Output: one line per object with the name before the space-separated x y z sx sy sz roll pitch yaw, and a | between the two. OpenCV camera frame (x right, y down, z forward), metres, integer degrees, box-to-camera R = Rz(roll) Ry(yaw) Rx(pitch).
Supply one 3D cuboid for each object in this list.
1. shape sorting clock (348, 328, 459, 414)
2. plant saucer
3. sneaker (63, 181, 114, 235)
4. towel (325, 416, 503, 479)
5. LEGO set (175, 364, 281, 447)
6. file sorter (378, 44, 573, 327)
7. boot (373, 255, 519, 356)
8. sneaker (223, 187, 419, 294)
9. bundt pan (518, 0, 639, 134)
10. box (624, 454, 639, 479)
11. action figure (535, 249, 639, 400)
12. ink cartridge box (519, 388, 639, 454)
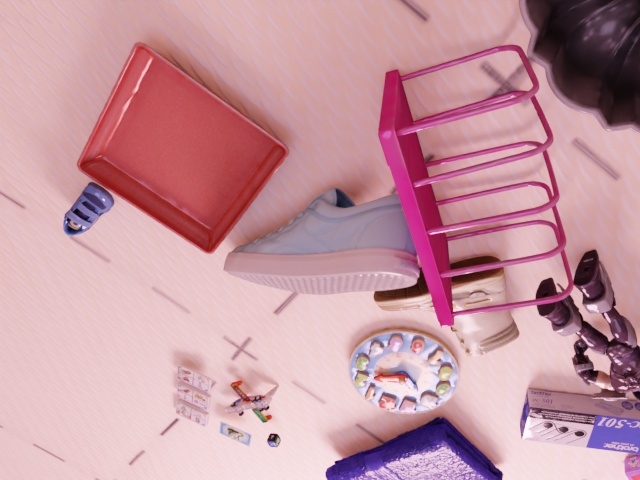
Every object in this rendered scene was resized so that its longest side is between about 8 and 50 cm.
shape sorting clock | 0.153 0.249 1.105 0.206 0.040 0.206 6 126 9
plant saucer | -0.212 -0.135 0.919 0.259 0.048 0.258 34 125 -12
sneaker | -0.390 -0.048 0.994 0.053 0.059 0.144 40 141 -14
towel | 0.193 0.483 1.247 0.308 0.076 0.227 -32 119 29
LEGO set | -0.188 0.351 1.267 0.244 0.060 0.183 21 131 9
file sorter | 0.206 -0.075 0.770 0.182 0.202 0.291 -12 121 17
boot | 0.208 0.120 0.982 0.213 0.077 0.165 -14 122 18
sneaker | 0.000 0.000 0.933 0.365 0.150 0.135 -3 159 37
bundt pan | 0.380 -0.277 0.612 0.330 0.124 0.331 12 129 16
box | 0.730 0.445 1.051 0.293 0.057 0.201 -31 88 30
action figure | 0.461 0.157 0.928 0.185 0.099 0.285 -31 111 33
ink cartridge box | 0.477 0.328 1.082 0.206 0.046 0.097 4 127 10
